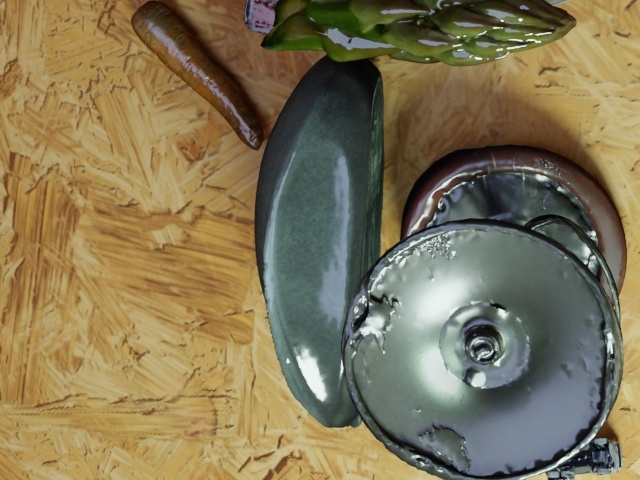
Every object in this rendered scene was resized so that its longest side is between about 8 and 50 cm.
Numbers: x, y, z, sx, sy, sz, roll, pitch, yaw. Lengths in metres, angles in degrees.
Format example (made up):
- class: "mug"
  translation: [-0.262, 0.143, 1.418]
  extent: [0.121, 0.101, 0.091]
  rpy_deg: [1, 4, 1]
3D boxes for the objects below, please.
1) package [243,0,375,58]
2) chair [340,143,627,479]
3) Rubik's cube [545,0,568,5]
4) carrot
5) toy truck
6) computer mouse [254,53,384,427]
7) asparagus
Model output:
- class: "package"
  translation: [0.012, -0.302, 1.806]
  extent: [0.154, 0.030, 0.239]
  rpy_deg: [17, 113, 21]
- class: "chair"
  translation: [0.157, 0.041, 1.667]
  extent: [0.227, 0.401, 0.226]
  rpy_deg: [2, 105, 8]
- class: "Rubik's cube"
  translation: [0.169, -0.307, 1.603]
  extent: [0.221, 0.231, 0.224]
  rpy_deg: [-17, 96, 31]
- class: "carrot"
  translation: [-0.120, -0.168, 1.917]
  extent: [0.191, 0.047, 0.047]
  rpy_deg: [47, 122, 3]
- class: "toy truck"
  translation: [0.254, 0.212, 1.834]
  extent: [0.083, 0.044, 0.039]
  rpy_deg: [-10, 80, 30]
- class: "computer mouse"
  translation: [-0.003, -0.001, 1.823]
  extent: [0.114, 0.203, 0.373]
  rpy_deg: [3, 101, 8]
- class: "asparagus"
  translation: [0.068, -0.177, 1.518]
  extent: [0.287, 0.080, 0.080]
  rpy_deg: [6, 109, 26]
